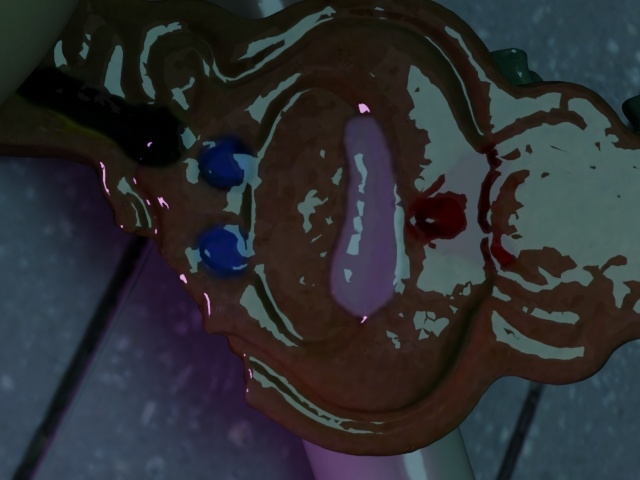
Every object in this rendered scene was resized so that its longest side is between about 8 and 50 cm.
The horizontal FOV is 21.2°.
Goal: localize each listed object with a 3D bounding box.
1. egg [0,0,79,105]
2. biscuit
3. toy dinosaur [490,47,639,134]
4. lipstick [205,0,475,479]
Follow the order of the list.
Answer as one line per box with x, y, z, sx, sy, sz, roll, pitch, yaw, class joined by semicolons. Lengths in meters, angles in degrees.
-0.176;-0.116;0.592;0.188;0.188;0.253;39;67;-21;egg
-0.004;-0.021;0.699;0.320;0.047;0.183;28;83;-3;biscuit
0.121;-0.046;0.842;0.292;0.079;0.120;-27;100;-48;toy dinosaur
0.000;0.000;0.755;0.070;0.070;0.254;-18;90;-34;lipstick
